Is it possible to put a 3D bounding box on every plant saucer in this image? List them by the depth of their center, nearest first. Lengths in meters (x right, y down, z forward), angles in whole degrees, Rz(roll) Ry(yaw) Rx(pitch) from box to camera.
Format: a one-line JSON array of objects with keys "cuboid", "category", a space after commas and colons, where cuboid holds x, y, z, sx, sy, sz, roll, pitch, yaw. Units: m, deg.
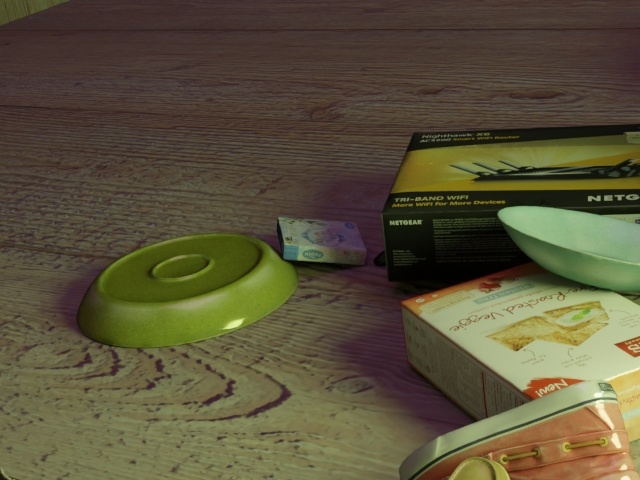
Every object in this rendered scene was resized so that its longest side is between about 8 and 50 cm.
[{"cuboid": [0.247, 0.012, 1.152, 0.195, 0.037, 0.195, 10, 12, -2], "category": "plant saucer"}, {"cuboid": [-0.144, 0.043, 1.400, 0.241, 0.037, 0.241, -8, 22, 3], "category": "plant saucer"}]

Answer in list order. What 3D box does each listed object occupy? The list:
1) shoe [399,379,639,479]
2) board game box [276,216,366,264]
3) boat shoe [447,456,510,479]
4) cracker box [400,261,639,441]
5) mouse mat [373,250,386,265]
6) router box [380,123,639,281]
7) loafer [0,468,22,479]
[{"cuboid": [0.138, 0.168, 0.927, 0.178, 0.081, 0.063, -28, -29, 26], "category": "shoe"}, {"cuboid": [0.000, 0.000, 1.438, 0.090, 0.020, 0.090, 3, 20, -8], "category": "board game box"}, {"cuboid": [0.087, 0.195, 0.848, 0.056, 0.048, 0.153, 3, 43, 29], "category": "boat shoe"}, {"cuboid": [0.187, 0.093, 1.087, 0.156, 0.067, 0.232, -16, 23, -19], "category": "cracker box"}, {"cuboid": [0.169, 0.002, 1.410, 0.190, 0.007, 0.152, 6, 26, 33], "category": "mouse mat"}, {"cuboid": [0.234, -0.044, 1.375, 0.309, 0.081, 0.243, -2, 23, 12], "category": "router box"}, {"cuboid": [-0.217, 0.219, 0.940, 0.087, 0.094, 0.251, -8, 23, -29], "category": "loafer"}]
